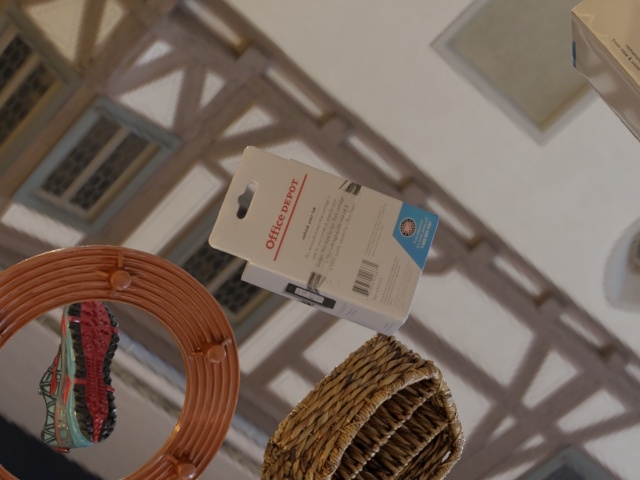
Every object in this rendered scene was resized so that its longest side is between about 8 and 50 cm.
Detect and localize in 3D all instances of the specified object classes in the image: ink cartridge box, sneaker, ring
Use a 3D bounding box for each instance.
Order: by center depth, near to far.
[{"bbox_3d":[0.000,0.000,0.980,0.180,0.060,0.104,21,-109,-3],"label":"ink cartridge box"},{"bbox_3d":[0.387,-0.209,1.092,0.168,0.232,0.171,54,-175,16],"label":"ink cartridge box"},{"bbox_3d":[-0.239,0.167,1.161,0.336,0.337,0.032,31,-178,-30],"label":"ring"},{"bbox_3d":[-0.384,0.193,1.705,0.104,0.125,0.262,37,-141,-45],"label":"sneaker"}]

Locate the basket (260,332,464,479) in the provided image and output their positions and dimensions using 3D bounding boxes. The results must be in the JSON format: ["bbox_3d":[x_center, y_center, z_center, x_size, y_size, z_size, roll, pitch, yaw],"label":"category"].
[{"bbox_3d":[0.085,0.314,1.758,0.223,0.213,0.299,40,-122,18],"label":"basket"}]
